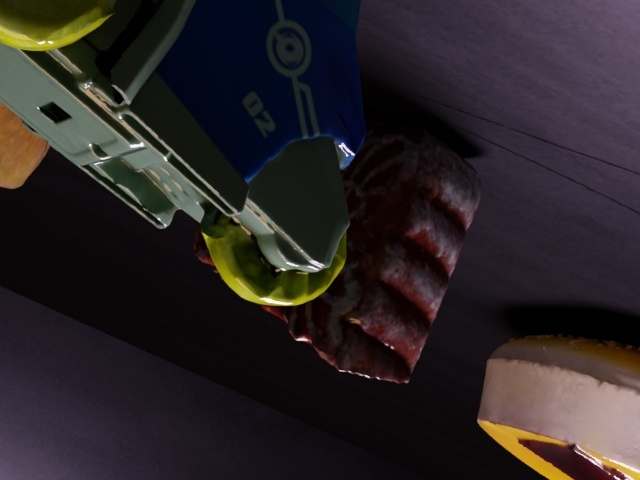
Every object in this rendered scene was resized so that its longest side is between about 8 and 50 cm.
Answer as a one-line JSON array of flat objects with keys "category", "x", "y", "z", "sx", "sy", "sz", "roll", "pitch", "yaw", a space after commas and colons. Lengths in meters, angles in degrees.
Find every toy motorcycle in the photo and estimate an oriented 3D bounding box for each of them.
[{"category": "toy motorcycle", "x": -0.085, "y": -0.119, "z": 0.918, "sx": 0.326, "sy": 0.200, "sz": 0.191, "roll": 39, "pitch": 161, "yaw": -20}]

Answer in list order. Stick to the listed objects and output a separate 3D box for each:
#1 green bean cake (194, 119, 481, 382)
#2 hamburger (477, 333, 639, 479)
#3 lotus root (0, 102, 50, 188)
[{"category": "green bean cake", "x": 0.000, "y": 0.000, "z": 1.203, "sx": 0.232, "sy": 0.198, "sz": 0.097, "roll": 13, "pitch": 163, "yaw": 47}, {"category": "hamburger", "x": 0.289, "y": 0.174, "z": 1.538, "sx": 0.227, "sy": 0.151, "sz": 0.295, "roll": 35, "pitch": 169, "yaw": -26}, {"category": "lotus root", "x": -0.355, "y": -0.156, "z": 1.084, "sx": 0.390, "sy": 0.111, "sz": 0.375, "roll": 27, "pitch": -169, "yaw": -28}]
